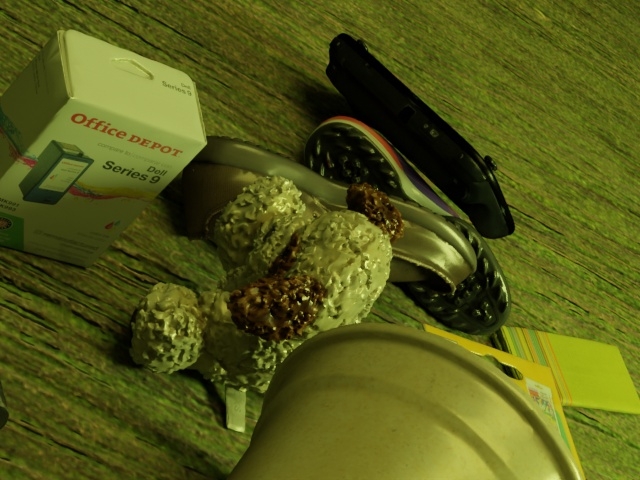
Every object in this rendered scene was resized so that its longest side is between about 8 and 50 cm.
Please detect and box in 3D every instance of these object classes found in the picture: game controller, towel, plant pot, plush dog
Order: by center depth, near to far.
[{"bbox_3d":[0.014,0.288,1.466,0.334,0.334,0.305,46,44,1],"label":"plant pot"},{"bbox_3d":[-0.023,0.053,1.677,0.210,0.225,0.262,46,52,-6],"label":"plush dog"},{"bbox_3d":[0.119,-0.125,2.114,0.319,0.067,0.166,47,1,38],"label":"game controller"},{"bbox_3d":[0.306,0.164,2.170,0.237,0.021,0.102,11,52,-43],"label":"towel"}]

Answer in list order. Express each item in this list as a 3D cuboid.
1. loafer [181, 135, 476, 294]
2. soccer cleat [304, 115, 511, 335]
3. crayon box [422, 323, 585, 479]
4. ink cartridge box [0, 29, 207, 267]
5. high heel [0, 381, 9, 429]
[{"bbox_3d":[0.000,0.000,1.919,0.366,0.134,0.130,20,81,-23],"label":"loafer"},{"bbox_3d":[0.112,-0.025,2.084,0.318,0.108,0.116,46,18,-3],"label":"soccer cleat"},{"bbox_3d":[0.192,0.261,1.870,0.203,0.083,0.323,20,41,-34],"label":"crayon box"},{"bbox_3d":[-0.230,-0.082,1.645,0.154,0.212,0.093,18,42,-37],"label":"ink cartridge box"},{"bbox_3d":[-0.387,0.066,1.443,0.261,0.093,0.186,17,31,-33],"label":"high heel"}]
